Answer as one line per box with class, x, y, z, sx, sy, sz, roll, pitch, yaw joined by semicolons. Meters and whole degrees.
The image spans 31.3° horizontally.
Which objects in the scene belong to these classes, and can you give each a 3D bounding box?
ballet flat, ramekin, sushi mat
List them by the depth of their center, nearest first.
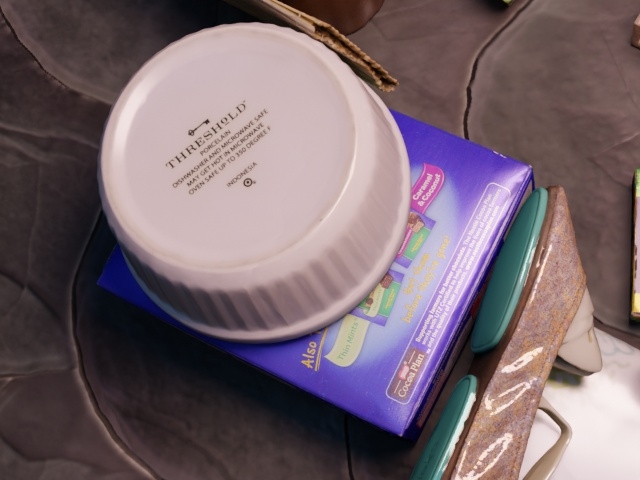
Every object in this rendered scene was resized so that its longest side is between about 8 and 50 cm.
ballet flat;0.164;0.113;0.931;0.106;0.107;0.315;24;83;-6
ramekin;-0.062;-0.057;0.962;0.273;0.127;0.272;-3;73;10
sushi mat;-0.070;-0.230;1.089;0.317;0.151;0.019;35;94;35

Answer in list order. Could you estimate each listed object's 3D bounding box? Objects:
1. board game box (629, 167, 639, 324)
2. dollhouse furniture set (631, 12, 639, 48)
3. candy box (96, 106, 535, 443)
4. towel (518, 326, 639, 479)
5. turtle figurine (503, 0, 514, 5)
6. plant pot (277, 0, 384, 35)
board game box;0.368;0.009;1.032;0.170;0.048;0.141;3;77;11
dollhouse furniture set;0.435;-0.246;0.932;0.303;0.355;0.173;29;81;18
candy box;0.000;0.000;1.065;0.317;0.122;0.268;25;81;16
towel;0.224;0.277;0.963;0.321;0.090;0.374;29;81;14
turtle figurine;0.227;-0.362;1.070;0.266;0.198;0.274;-44;28;14
plant pot;-0.004;-0.289;1.127;0.167;0.165;0.166;-3;73;10
